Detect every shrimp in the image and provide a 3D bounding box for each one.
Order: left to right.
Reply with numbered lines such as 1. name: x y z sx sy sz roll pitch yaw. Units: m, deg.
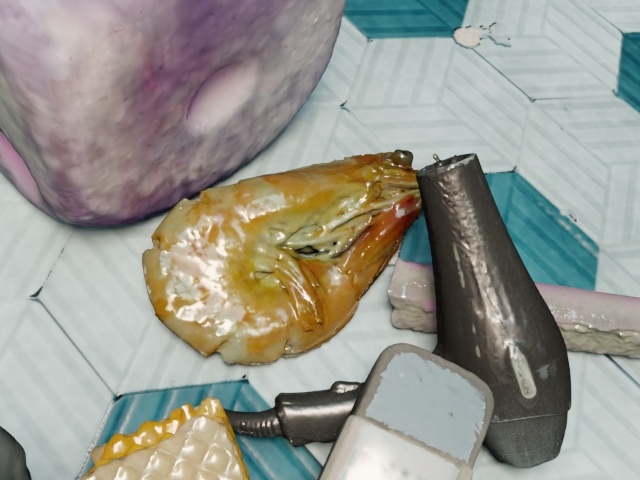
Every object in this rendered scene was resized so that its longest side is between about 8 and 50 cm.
1. shrimp: 0.000 0.000 0.663 0.294 0.062 0.154 -25 79 -20

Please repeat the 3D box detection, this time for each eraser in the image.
1. eraser: 0.006 0.231 0.485 0.089 0.061 0.352 25 69 6

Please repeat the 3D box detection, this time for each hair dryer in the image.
1. hair dryer: 0.036 0.079 0.577 0.271 0.091 0.236 -19 99 -4

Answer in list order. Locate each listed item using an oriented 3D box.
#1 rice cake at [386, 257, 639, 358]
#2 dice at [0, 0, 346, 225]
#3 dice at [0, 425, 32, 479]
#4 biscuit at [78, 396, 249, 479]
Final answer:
1. rice cake: 0.184 0.058 0.662 0.269 0.049 0.055 9 44 -3
2. dice: -0.160 -0.197 0.623 0.270 0.270 0.271 -36 71 -26
3. dice: -0.308 0.230 0.304 0.348 0.328 0.330 1 60 -10
4. biscuit: -0.030 0.261 0.407 0.094 0.054 0.379 -21 66 -7
